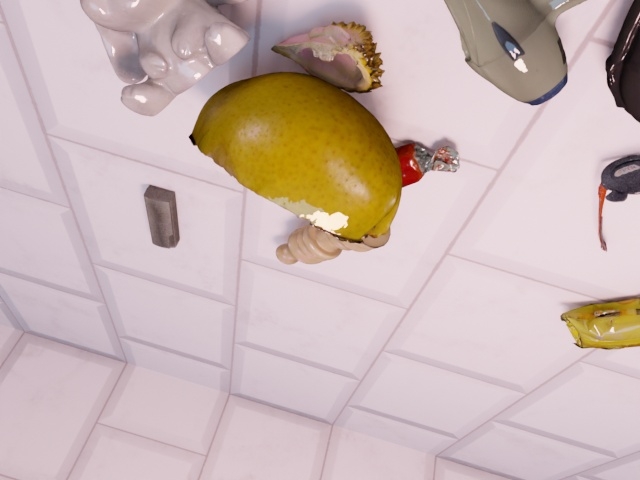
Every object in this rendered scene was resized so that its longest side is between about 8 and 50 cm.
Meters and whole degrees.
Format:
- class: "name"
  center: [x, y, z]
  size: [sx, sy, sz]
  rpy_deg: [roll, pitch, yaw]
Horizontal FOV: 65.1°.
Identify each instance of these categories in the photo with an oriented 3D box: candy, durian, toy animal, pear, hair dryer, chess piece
- class: "candy"
  center: [0.131, -0.135, 1.002]
  size: [0.292, 0.059, 0.086]
  rpy_deg: [-13, 132, 32]
- class: "durian"
  center: [0.013, -0.312, 0.817]
  size: [0.224, 0.078, 0.140]
  rpy_deg: [24, 177, 26]
- class: "toy animal"
  center: [-0.263, -0.365, 0.770]
  size: [0.272, 0.206, 0.265]
  rpy_deg: [-28, 117, 25]
- class: "pear"
  center: [-0.019, -0.173, 0.851]
  size: [0.387, 0.340, 0.191]
  rpy_deg: [35, 107, 19]
- class: "hair dryer"
  center: [0.263, -0.363, 0.657]
  size: [0.296, 0.119, 0.298]
  rpy_deg: [27, 126, -6]
- class: "chess piece"
  center: [0.000, 0.000, 1.183]
  size: [0.307, 0.139, 0.124]
  rpy_deg: [-20, 96, 43]

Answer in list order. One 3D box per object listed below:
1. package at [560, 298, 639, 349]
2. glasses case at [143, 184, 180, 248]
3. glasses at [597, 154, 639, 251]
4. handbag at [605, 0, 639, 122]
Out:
- class: "package"
  center: [0.699, 0.202, 1.185]
  size: [0.226, 0.090, 0.168]
  rpy_deg: [-13, 137, 37]
- class: "glasses case"
  center: [-0.417, -0.056, 1.324]
  size: [0.071, 0.047, 0.204]
  rpy_deg: [16, 142, 0]
- class: "glasses"
  center: [0.622, -0.035, 0.893]
  size: [0.234, 0.118, 0.268]
  rpy_deg: [-3, 139, 22]
- class: "handbag"
  center: [0.525, -0.266, 0.644]
  size: [0.254, 0.093, 0.307]
  rpy_deg: [5, 142, 7]
